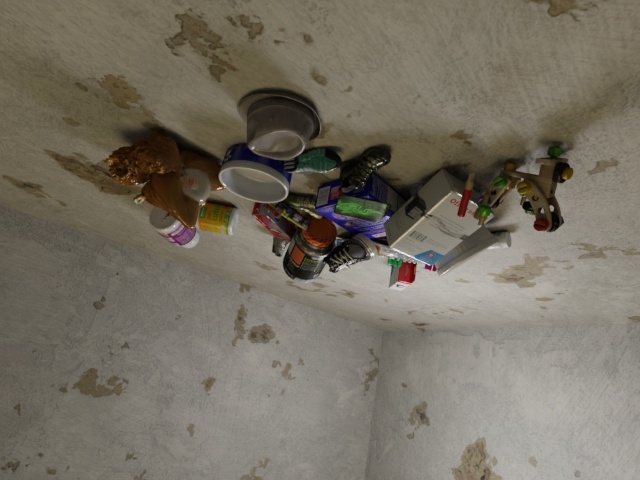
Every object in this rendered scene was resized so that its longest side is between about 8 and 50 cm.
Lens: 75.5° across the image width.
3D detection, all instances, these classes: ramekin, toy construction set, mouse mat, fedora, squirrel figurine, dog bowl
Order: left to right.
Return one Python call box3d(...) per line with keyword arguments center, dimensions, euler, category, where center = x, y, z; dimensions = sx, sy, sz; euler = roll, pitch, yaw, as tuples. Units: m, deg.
box3d(center=(-0.619, -0.246, 1.628), dimensions=(0.370, 0.281, 0.397), euler=(5, 146, 46), category="squirrel figurine")
box3d(center=(-0.241, -0.247, 1.556), dimensions=(0.264, 0.104, 0.265), euler=(9, 159, 4), category="dog bowl")
box3d(center=(-0.135, -0.329, 1.261), dimensions=(0.275, 0.125, 0.244), euler=(1, 156, 26), category="fedora")
box3d(center=(0.149, -0.114, 1.504), dimensions=(0.189, 0.007, 0.153), euler=(12, 157, -3), category="mouse mat")
box3d(center=(0.563, 0.024, 1.665), dimensions=(0.272, 0.127, 0.273), euler=(-28, 165, -8), category="ramekin")
box3d(center=(0.581, -0.172, 1.229), dimensions=(0.308, 0.257, 0.238), euler=(-1, 117, -12), category="toy construction set")

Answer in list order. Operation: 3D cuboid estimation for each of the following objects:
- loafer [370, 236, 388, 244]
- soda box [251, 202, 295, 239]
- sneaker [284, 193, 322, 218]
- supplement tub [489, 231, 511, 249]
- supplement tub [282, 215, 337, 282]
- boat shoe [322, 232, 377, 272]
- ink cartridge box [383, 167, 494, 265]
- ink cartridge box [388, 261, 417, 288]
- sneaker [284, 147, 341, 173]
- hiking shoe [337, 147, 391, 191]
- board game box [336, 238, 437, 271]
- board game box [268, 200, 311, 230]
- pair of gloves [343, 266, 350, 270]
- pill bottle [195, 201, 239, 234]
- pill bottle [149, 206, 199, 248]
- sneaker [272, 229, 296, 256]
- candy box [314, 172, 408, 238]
box3d(center=(0.348, -0.038, 1.786), dimensions=(0.365, 0.134, 0.130), euler=(6, 168, 41), category="loafer")
box3d(center=(-0.215, -0.099, 1.939), dimensions=(0.083, 0.092, 0.263), euler=(3, 157, 25), category="soda box")
box3d(center=(-0.054, -0.164, 1.751), dimensions=(0.192, 0.064, 0.086), euler=(24, 141, -19), category="sneaker")
box3d(center=(0.738, 0.002, 1.741), dimensions=(0.107, 0.071, 0.071), euler=(-10, 150, 42), category="supplement tub")
box3d(center=(-0.049, 0.043, 1.994), dimensions=(0.206, 0.207, 0.338), euler=(16, 141, -11), category="supplement tub")
box3d(center=(0.116, 0.071, 1.753), dimensions=(0.127, 0.158, 0.340), euler=(52, 166, -2), category="boat shoe")
box3d(center=(0.413, -0.074, 1.472), dimensions=(0.223, 0.129, 0.307), euler=(23, 130, -28), category="ink cartridge box")
box3d(center=(0.452, 0.183, 2.268), dimensions=(0.077, 0.134, 0.231), euler=(13, 158, -4), category="ink cartridge box")
box3d(center=(-0.015, -0.271, 1.450), dimensions=(0.223, 0.083, 0.098), euler=(4, 179, 29), category="sneaker")
box3d(center=(0.148, -0.228, 1.390), dimensions=(0.086, 0.114, 0.226), euler=(24, 156, -31), category="hiking shoe")
box3d(center=(0.310, 0.070, 2.001), dimensions=(0.389, 0.051, 0.390), euler=(17, 175, -19), category="board game box")
box3d(center=(-0.137, -0.123, 1.808), dimensions=(0.170, 0.048, 0.141), euler=(32, -173, -44), category="board game box")
box3d(center=(0.105, 0.104, 2.374), dimensions=(0.204, 0.042, 0.240), euler=(21, 155, -15), category="pair of gloves")
box3d(center=(-0.532, -0.113, 2.005), dimensions=(0.245, 0.137, 0.136), euler=(11, 159, 0), category="pill bottle")
box3d(center=(-0.762, -0.067, 2.197), dimensions=(0.169, 0.170, 0.302), euler=(7, 159, 12), category="pill bottle")
box3d(center=(-0.189, 0.022, 2.184), dimensions=(0.086, 0.132, 0.228), euler=(22, 157, -26), category="sneaker")
box3d(center=(0.182, -0.125, 1.631), dimensions=(0.268, 0.122, 0.317), euler=(-10, 149, 42), category="candy box")
